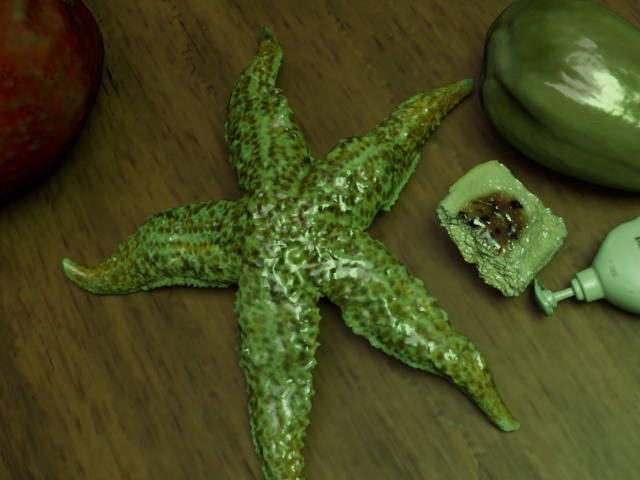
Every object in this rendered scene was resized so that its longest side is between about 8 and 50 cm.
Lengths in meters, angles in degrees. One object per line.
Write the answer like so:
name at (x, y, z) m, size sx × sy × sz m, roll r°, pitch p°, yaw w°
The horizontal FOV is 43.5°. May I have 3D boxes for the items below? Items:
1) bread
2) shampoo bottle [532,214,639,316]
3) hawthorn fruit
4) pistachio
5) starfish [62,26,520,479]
bread at (0.123, -0.011, 0.544) m, size 0.070 × 0.035 × 0.083 m, roll -38°, pitch 81°, yaw -31°
shampoo bottle at (0.214, 0.017, 0.522) m, size 0.152 × 0.045 × 0.077 m, roll -22°, pitch 65°, yaw 7°
hawthorn fruit at (-0.328, -0.130, 0.615) m, size 0.307 × 0.265 × 0.265 m, roll -30°, pitch 65°, yaw 11°
pistachio at (0.187, -0.096, 0.545) m, size 0.185 × 0.126 × 0.108 m, roll 41°, pitch 125°, yaw 22°
starfish at (0.001, 0.000, 0.574) m, size 0.358 × 0.078 × 0.347 m, roll 30°, pitch 77°, yaw 22°
